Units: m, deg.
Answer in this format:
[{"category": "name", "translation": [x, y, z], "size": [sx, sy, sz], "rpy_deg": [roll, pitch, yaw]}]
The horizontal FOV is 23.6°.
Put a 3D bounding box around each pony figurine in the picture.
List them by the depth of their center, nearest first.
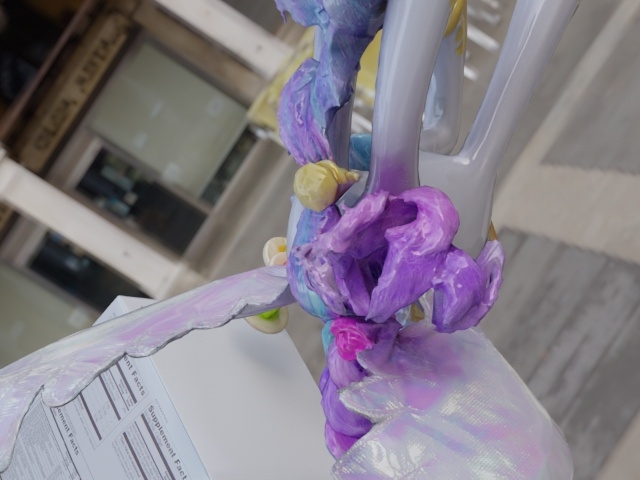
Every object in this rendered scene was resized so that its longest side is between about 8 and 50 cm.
[{"category": "pony figurine", "translation": [0.028, 0.006, 0.797], "size": [0.351, 0.303, 0.363], "rpy_deg": [-16, -61, -59]}]

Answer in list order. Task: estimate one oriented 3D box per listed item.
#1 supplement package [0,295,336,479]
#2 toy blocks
[{"category": "supplement package", "translation": [-0.140, 0.212, 1.349], "size": [0.262, 0.199, 0.198], "rpy_deg": [-47, 56, 26]}, {"category": "toy blocks", "translation": [0.000, 0.000, 1.298], "size": [0.148, 0.054, 0.123], "rpy_deg": [-45, 11, 38]}]
